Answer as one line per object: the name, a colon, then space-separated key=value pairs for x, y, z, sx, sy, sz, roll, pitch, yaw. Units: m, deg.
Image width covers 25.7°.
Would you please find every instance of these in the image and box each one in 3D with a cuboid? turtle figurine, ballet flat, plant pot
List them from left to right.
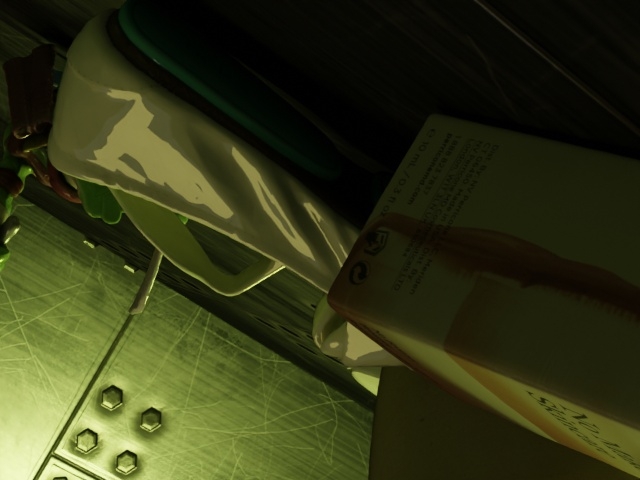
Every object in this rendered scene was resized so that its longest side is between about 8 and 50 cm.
turtle figurine: x=-0.175 y=-0.019 z=1.123 sx=0.197 sy=0.275 sz=0.266 roll=17 pitch=169 yaw=-29
ballet flat: x=0.000 y=0.000 z=0.908 sx=0.400 sy=0.139 sz=0.139 roll=33 pitch=170 yaw=-13
plant pot: x=0.137 y=0.164 z=1.012 sx=0.256 sy=0.256 sz=0.274 roll=36 pitch=-156 yaw=-34

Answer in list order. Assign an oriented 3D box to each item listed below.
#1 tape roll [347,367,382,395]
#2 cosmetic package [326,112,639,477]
tape roll: x=0.173 y=0.152 z=1.354 sx=0.286 sy=0.100 sz=0.286 roll=29 pitch=172 yaw=5
cosmetic package: x=0.166 y=0.046 z=0.700 sx=0.296 sy=0.129 sz=0.153 roll=18 pitch=165 yaw=49
